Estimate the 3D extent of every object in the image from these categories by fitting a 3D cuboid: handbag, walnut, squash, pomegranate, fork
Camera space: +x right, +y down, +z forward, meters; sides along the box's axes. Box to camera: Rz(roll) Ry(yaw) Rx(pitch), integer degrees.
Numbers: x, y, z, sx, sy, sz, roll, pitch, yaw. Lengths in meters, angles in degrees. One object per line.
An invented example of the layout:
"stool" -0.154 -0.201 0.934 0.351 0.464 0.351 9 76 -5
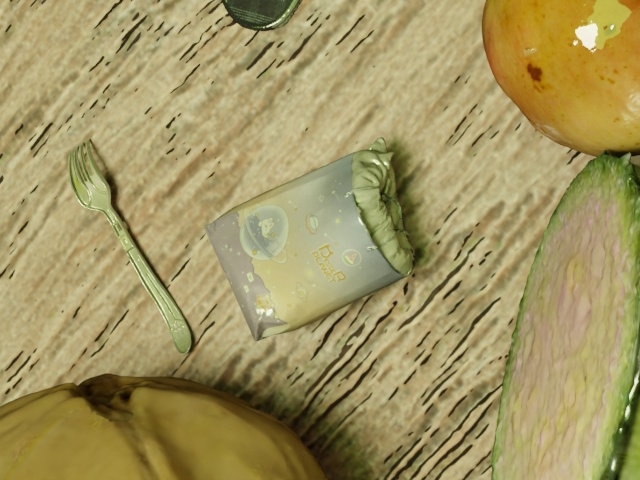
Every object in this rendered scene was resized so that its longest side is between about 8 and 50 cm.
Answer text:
"handbag" 0.000 0.000 0.943 0.173 0.095 0.117 -26 87 21
"walnut" -0.158 0.289 0.883 0.384 0.383 0.383 1 92 19
"squash" 0.305 0.115 0.777 0.309 0.310 0.310 11 96 -3
"pomegranate" 0.209 -0.150 0.820 0.191 0.191 0.191 1 92 19
"fork" -0.176 0.008 1.036 0.034 0.028 0.219 -31 82 14

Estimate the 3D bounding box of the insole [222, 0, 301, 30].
"insole" -0.032 -0.335 0.983 0.110 0.012 0.309 17 98 19
